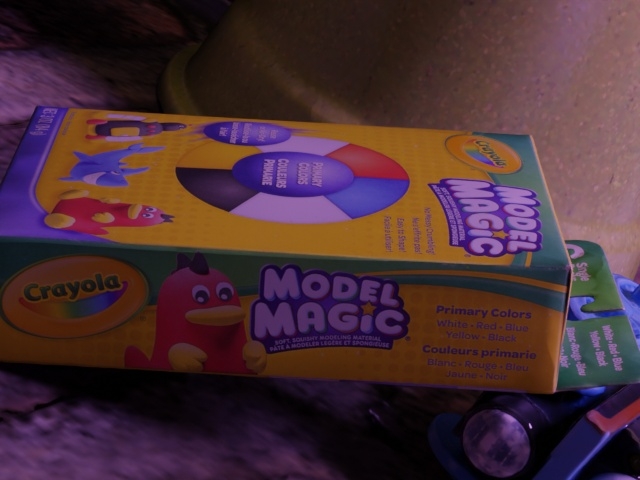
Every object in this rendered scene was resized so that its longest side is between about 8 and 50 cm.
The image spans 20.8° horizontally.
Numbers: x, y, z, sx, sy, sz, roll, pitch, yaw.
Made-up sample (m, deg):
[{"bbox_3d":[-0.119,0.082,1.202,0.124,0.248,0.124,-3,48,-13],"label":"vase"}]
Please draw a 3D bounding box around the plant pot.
[{"bbox_3d":[0.097,-0.126,0.858,0.276,0.254,0.276,25,21,-10],"label":"plant pot"}]

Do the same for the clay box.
[{"bbox_3d":[0.000,0.000,0.618,0.222,0.053,0.127,2,24,-1],"label":"clay box"}]

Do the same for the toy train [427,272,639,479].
[{"bbox_3d":[0.118,0.074,0.676,0.105,0.080,0.184,42,24,16],"label":"toy train"}]
